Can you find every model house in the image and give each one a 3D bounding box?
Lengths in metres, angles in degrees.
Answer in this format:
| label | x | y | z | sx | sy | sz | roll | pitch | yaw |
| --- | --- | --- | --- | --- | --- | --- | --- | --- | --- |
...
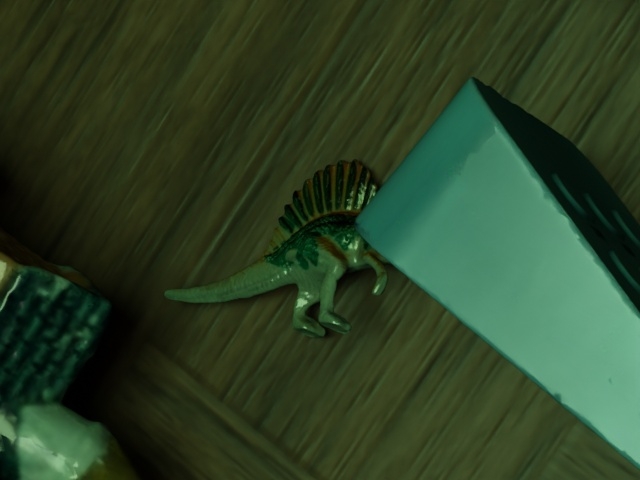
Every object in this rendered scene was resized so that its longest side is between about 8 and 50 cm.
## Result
| label | x | y | z | sx | sy | sz | roll | pitch | yaw |
| --- | --- | --- | --- | --- | --- | --- | --- | --- | --- |
| model house | -0.218 | 0.088 | 1.126 | 0.291 | 0.184 | 0.253 | 34 | 92 | 10 |

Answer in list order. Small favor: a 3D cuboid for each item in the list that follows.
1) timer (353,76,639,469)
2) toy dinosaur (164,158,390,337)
| label | x | y | z | sx | sy | sz | roll | pitch | yaw |
| --- | --- | --- | --- | --- | --- | --- | --- | --- | --- |
| timer | 0.157 | 0.046 | 0.913 | 0.250 | 0.232 | 0.091 | 44 | 99 | 21 |
| toy dinosaur | 0.001 | 0.001 | 1.095 | 0.187 | 0.044 | 0.106 | 9 | 74 | 37 |
